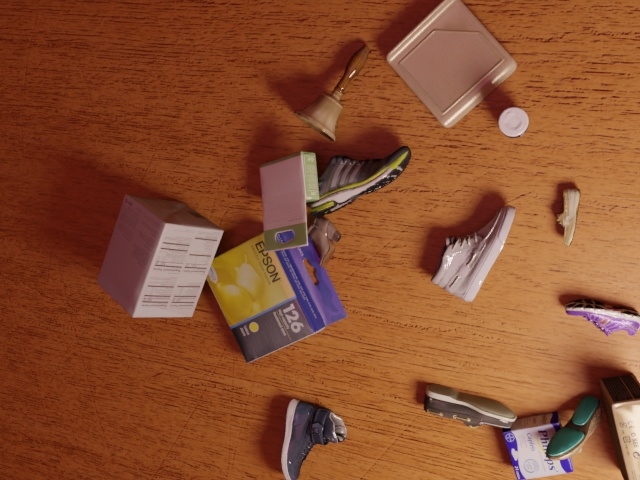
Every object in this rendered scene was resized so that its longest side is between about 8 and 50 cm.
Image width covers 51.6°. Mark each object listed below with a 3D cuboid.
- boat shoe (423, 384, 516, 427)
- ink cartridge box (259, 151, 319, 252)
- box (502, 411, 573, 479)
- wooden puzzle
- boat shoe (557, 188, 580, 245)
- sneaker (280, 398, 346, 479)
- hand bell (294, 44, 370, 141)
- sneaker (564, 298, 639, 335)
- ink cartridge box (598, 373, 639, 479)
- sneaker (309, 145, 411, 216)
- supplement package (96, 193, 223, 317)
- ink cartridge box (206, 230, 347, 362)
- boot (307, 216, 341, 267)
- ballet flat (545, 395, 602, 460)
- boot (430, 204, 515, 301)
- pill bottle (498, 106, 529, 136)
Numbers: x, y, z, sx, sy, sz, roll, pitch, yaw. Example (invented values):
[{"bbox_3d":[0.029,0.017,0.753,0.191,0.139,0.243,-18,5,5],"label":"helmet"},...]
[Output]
[{"bbox_3d":[0.369,0.426,1.649,0.227,0.081,0.069,14,103,23],"label":"boat shoe"},{"bbox_3d":[-0.079,-0.095,1.689,0.171,0.056,0.235,-10,83,45],"label":"ink cartridge box"},{"bbox_3d":[0.528,0.499,1.608,0.137,0.072,0.126,-17,91,18],"label":"box"},{"bbox_3d":[0.313,-0.429,1.594,0.221,0.044,0.239,-41,88,17],"label":"wooden puzzle"},{"bbox_3d":[0.576,-0.055,1.547,0.045,0.050,0.136,8,88,20],"label":"boat shoe"},{"bbox_3d":[-0.017,0.553,1.778,0.163,0.086,0.227,8,97,19],"label":"sneaker"},{"bbox_3d":[0.052,-0.383,1.661,0.126,0.126,0.242,35,92,11],"label":"hand bell"},{"bbox_3d":[0.654,0.184,1.539,0.169,0.068,0.071,13,105,15],"label":"sneaker"},{"bbox_3d":[0.704,0.440,1.482,0.088,0.193,0.235,-14,92,16],"label":"ink cartridge box"},{"bbox_3d":[0.085,-0.170,1.659,0.299,0.111,0.121,-26,84,16],"label":"sneaker"},{"bbox_3d":[-0.428,0.044,1.764,0.199,0.198,0.263,31,105,37],"label":"supplement package"},{"bbox_3d":[-0.129,0.136,1.778,0.307,0.072,0.304,-28,86,21],"label":"ink cartridge box"},{"bbox_3d":[0.000,0.000,1.740,0.087,0.042,0.119,34,104,18],"label":"boot"},{"bbox_3d":[0.597,0.451,1.534,0.073,0.206,0.067,10,132,54],"label":"ballet flat"},{"bbox_3d":[0.361,0.015,1.594,0.123,0.095,0.258,26,104,6],"label":"boot"},{"bbox_3d":[0.445,-0.270,1.524,0.067,0.120,0.067,2,96,17],"label":"pill bottle"}]
